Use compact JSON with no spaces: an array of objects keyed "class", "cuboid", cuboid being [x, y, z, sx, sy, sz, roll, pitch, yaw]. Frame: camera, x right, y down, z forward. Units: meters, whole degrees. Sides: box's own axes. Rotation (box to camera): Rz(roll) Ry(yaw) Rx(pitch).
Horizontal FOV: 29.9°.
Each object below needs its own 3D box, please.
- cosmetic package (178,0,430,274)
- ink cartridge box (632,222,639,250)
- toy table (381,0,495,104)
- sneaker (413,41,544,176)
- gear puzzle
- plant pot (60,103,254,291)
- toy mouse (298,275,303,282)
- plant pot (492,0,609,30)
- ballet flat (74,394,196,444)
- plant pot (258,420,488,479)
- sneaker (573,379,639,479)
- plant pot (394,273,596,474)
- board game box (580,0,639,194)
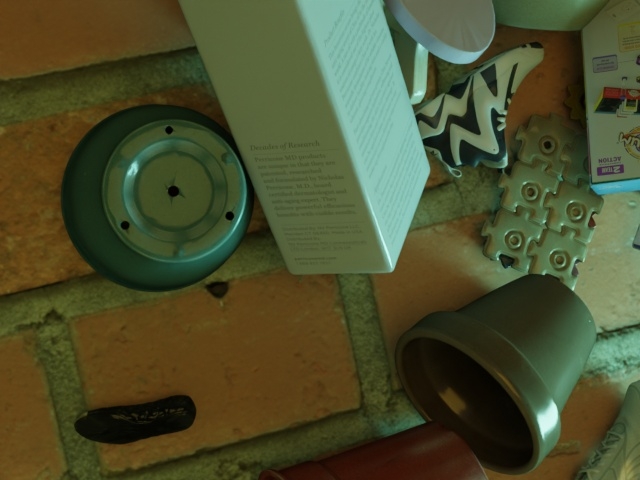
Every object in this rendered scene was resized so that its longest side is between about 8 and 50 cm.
[{"class":"cosmetic package","cuboid":[-0.007,-0.195,1.552,0.162,0.230,0.453,-2,129,24]},{"class":"ink cartridge box","cuboid":[0.686,-0.089,1.839,0.324,0.071,0.330,19,87,19]},{"class":"toy table","cuboid":[0.115,-0.334,1.693,0.252,0.161,0.274,1,63,-30]},{"class":"sneaker","cuboid":[0.261,-0.184,1.800,0.235,0.094,0.153,-34,99,-11]},{"class":"gear puzzle","cuboid":[0.364,-0.103,1.855,0.176,0.044,0.338,22,82,-11]},{"class":"plant pot","cuboid":[-0.206,-0.062,1.607,0.272,0.255,0.271,0,90,-14]},{"class":"toy mouse","cuboid":[0.000,0.000,1.769,0.161,0.031,0.143,27,84,-12]},{"class":"plant pot","cuboid":[0.327,-0.408,1.742,0.284,0.284,0.190,0,108,-13]},{"class":"ballet flat","cuboid":[-0.263,0.255,1.709,0.173,0.049,0.057,-4,119,-8]},{"class":"plant pot","cuboid":[0.091,0.397,1.687,0.265,0.272,0.272,-21,95,-21]},{"class":"sneaker","cuboid":[0.459,0.355,1.846,0.118,0.110,0.292,12,87,-4]},{"class":"plant pot","cuboid":[0.276,0.170,1.748,0.229,0.263,0.263,-41,99,-29]},{"class":"board game box","cuboid":[0.514,-0.238,1.778,0.242,0.064,0.316,-5,76,23]}]
